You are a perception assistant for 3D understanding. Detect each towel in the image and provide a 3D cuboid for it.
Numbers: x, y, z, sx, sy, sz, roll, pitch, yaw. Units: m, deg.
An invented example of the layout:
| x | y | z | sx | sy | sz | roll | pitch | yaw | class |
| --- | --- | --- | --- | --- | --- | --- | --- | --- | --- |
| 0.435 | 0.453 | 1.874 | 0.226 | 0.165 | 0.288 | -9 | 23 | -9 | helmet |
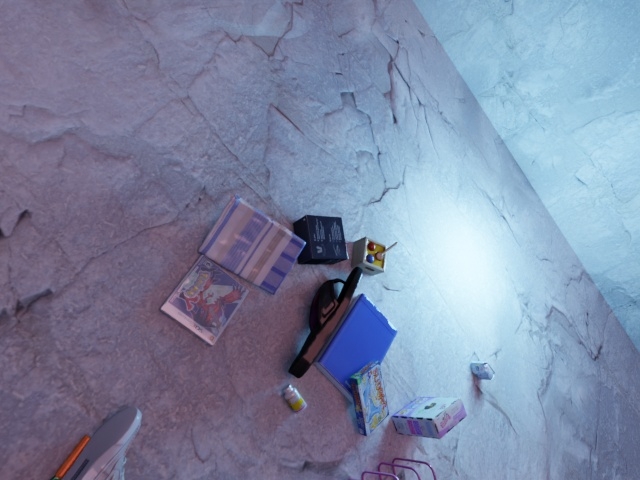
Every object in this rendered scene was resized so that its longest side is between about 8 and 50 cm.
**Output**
| x | y | z | sx | sy | sz | roll | pitch | yaw | class |
| --- | --- | --- | --- | --- | --- | --- | --- | --- | --- |
| -0.206 | 0.018 | 1.282 | 0.285 | 0.034 | 0.209 | 34 | 87 | -20 | towel |

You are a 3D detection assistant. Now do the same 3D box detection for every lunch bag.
| x | y | z | sx | sy | sz | roll | pitch | yaw | class |
| --- | --- | --- | --- | --- | --- | --- | --- | --- | --- |
| 0.685 | 0.550 | 1.763 | 0.053 | 0.071 | 0.083 | -41 | 101 | -34 | lunch bag |

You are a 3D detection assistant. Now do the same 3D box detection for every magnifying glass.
| x | y | z | sx | sy | sz | roll | pitch | yaw | class |
| --- | --- | --- | --- | --- | --- | --- | --- | --- | --- |
| -0.580 | 0.537 | 0.893 | 0.092 | 0.026 | 0.231 | 43 | 56 | -16 | magnifying glass |

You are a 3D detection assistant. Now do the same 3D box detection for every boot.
| x | y | z | sx | sy | sz | roll | pitch | yaw | class |
| --- | --- | --- | --- | --- | --- | --- | --- | --- | --- |
| -0.477 | 0.516 | 0.933 | 0.258 | 0.095 | 0.123 | -53 | 130 | -32 | boot |

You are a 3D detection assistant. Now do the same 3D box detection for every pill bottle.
| x | y | z | sx | sy | sz | roll | pitch | yaw | class |
| --- | --- | --- | --- | --- | --- | --- | --- | --- | --- |
| -0.081 | 0.478 | 1.257 | 0.043 | 0.043 | 0.083 | -37 | 96 | -38 | pill bottle |

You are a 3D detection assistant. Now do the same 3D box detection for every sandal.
| x | y | z | sx | sy | sz | roll | pitch | yaw | class |
| --- | --- | --- | --- | --- | --- | --- | --- | --- | --- |
| 0.012 | 0.229 | 1.348 | 0.107 | 0.167 | 0.446 | 36 | 54 | 1 | sandal |

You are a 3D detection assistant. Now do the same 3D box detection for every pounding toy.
| x | y | z | sx | sy | sz | roll | pitch | yaw | class |
| --- | --- | --- | --- | --- | --- | --- | --- | --- | --- |
| 0.208 | 0.053 | 1.581 | 0.141 | 0.100 | 0.130 | 23 | 62 | -27 | pounding toy |

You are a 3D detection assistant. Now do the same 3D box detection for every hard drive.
| x | y | z | sx | sy | sz | roll | pitch | yaw | class |
| --- | --- | --- | --- | --- | --- | --- | --- | --- | --- |
| 0.134 | 0.370 | 1.452 | 0.210 | 0.040 | 0.319 | 48 | 53 | -12 | hard drive |

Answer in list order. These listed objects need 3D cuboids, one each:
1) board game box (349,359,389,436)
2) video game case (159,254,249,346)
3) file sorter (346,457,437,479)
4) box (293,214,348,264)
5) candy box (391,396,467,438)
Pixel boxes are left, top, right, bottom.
| x | y | z | sx | sy | sz | roll | pitch | yaw | class |
| --- | --- | --- | --- | --- | --- | --- | --- | --- | --- |
| 0.164 | 0.518 | 1.377 | 0.136 | 0.035 | 0.201 | -21 | 103 | -46 | board game box |
| -0.329 | 0.172 | 1.203 | 0.183 | 0.023 | 0.201 | 42 | 54 | -17 | video game case |
| 0.198 | 0.792 | 1.244 | 0.290 | 0.202 | 0.182 | -2 | 73 | -36 | file sorter |
| 0.000 | 0.000 | 1.457 | 0.158 | 0.093 | 0.156 | 3 | 72 | -36 | box |
| 0.375 | 0.608 | 1.439 | 0.165 | 0.196 | 0.070 | -15 | 82 | -38 | candy box |
